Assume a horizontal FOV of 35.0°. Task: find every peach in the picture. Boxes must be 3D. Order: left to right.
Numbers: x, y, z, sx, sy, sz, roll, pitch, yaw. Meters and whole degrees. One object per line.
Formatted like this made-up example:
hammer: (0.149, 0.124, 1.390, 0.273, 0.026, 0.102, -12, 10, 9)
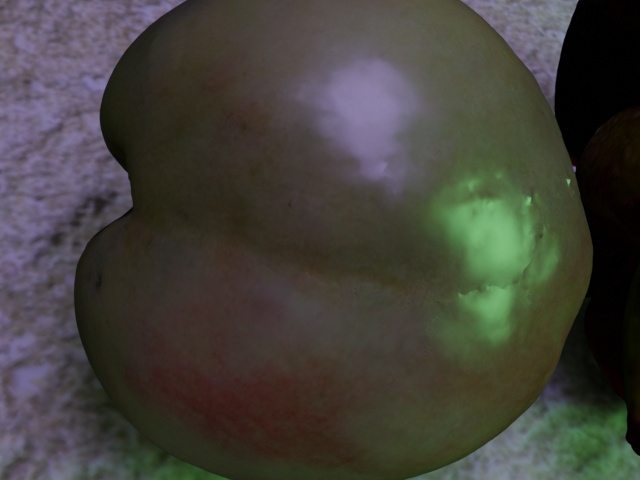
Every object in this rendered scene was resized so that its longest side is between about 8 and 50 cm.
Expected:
peach: (0.012, -0.004, 0.563, 0.292, 0.247, 0.292, 2, 77, -10)

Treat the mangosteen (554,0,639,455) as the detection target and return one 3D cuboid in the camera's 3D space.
mangosteen: (0.315, -0.048, 0.700, 0.382, 0.382, 0.435, 42, 88, 14)
